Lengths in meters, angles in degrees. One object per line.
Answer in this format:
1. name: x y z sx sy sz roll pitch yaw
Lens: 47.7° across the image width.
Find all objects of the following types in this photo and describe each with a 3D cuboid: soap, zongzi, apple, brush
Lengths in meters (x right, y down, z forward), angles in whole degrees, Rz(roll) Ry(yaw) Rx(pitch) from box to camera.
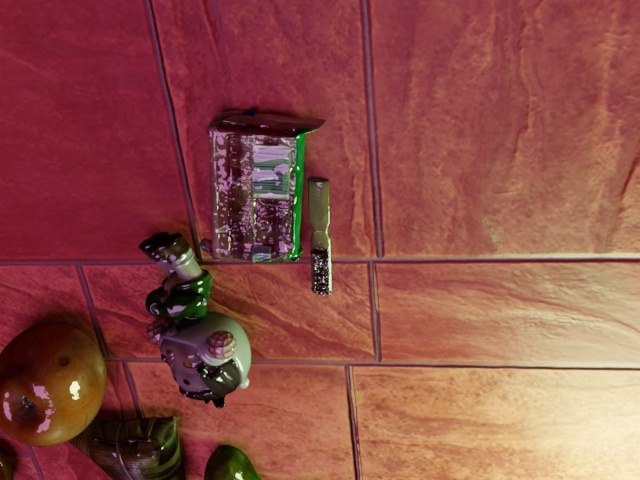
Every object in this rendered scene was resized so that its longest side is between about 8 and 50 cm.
1. soap: -0.108 -0.090 1.285 0.218 0.098 0.273 7 119 8
2. zongzi: -0.461 0.528 1.687 0.288 0.134 0.286 1 118 7
3. apple: -0.572 0.303 1.520 0.254 0.253 0.253 4 121 7
4. brush: 0.000 0.000 1.361 0.043 0.036 0.248 -2 120 -1

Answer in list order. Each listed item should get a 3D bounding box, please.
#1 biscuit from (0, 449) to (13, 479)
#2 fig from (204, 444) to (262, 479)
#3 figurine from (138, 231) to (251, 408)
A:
1. biscuit: -0.906 0.649 1.873 0.283 0.064 0.432 38 118 -3
2. fig: -0.192 0.557 1.685 0.117 0.117 0.177 -30 126 23
3. figurine: -0.249 0.162 1.430 0.281 0.167 0.370 1 116 48
